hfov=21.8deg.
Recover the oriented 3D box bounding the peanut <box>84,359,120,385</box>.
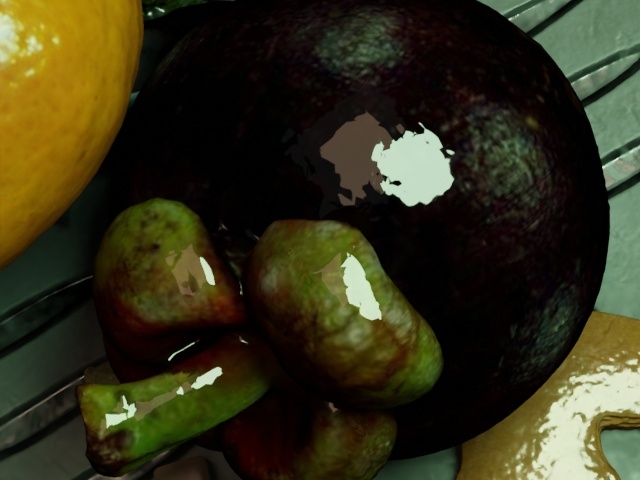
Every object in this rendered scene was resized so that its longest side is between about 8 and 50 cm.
[{"bbox_3d":[-0.156,0.116,1.375,0.083,0.037,0.037,9,73,15],"label":"peanut"}]

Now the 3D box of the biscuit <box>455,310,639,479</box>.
[{"bbox_3d":[0.204,0.149,1.314,0.186,0.036,0.192,6,73,8],"label":"biscuit"}]

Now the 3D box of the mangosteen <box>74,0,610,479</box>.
[{"bbox_3d":[0.000,0.000,1.189,0.382,0.435,0.382,13,115,29],"label":"mangosteen"}]

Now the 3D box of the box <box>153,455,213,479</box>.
[{"bbox_3d":[-0.102,0.232,1.332,0.048,0.025,0.115,-13,70,2],"label":"box"}]

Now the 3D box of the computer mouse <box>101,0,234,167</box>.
[{"bbox_3d":[-0.138,-0.123,1.396,0.233,0.137,0.096,-15,65,1],"label":"computer mouse"}]

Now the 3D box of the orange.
[{"bbox_3d":[-0.336,-0.148,1.199,0.424,0.326,0.424,-22,45,24],"label":"orange"}]

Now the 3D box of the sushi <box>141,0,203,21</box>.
[{"bbox_3d":[-0.093,-0.364,1.392,0.352,0.294,0.178,-39,67,-4],"label":"sushi"}]
